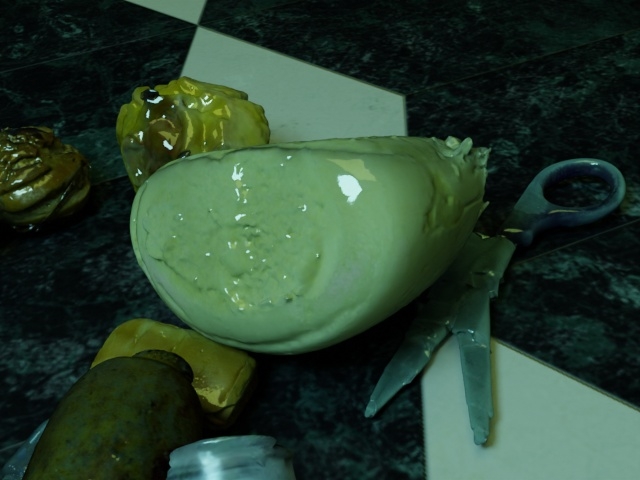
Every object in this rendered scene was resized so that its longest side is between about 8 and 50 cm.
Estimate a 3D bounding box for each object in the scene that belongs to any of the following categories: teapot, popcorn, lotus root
[{"bbox_3d":[-0.202,0.166,0.654,0.049,0.063,0.083,37,44,-1],"label":"teapot"},{"bbox_3d":[-0.131,-0.092,0.879,0.167,0.148,0.152,4,-5,15],"label":"popcorn"},{"bbox_3d":[-0.139,0.179,0.563,0.123,0.124,0.241,7,41,-5],"label":"lotus root"}]

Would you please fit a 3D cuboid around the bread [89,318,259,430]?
[{"bbox_3d":[-0.117,0.108,0.703,0.132,0.053,0.074,15,43,19],"label":"bread"}]

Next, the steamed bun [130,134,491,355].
[{"bbox_3d":[0.000,0.000,0.718,0.273,0.166,0.232,-3,4,28],"label":"steamed bun"}]

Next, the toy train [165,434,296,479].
[{"bbox_3d":[-0.069,0.251,0.372,0.248,0.173,0.307,-9,71,-6],"label":"toy train"}]

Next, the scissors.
[{"bbox_3d":[0.142,0.028,0.793,0.256,0.029,0.383,6,40,17],"label":"scissors"}]

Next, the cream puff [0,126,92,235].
[{"bbox_3d":[-0.308,-0.067,0.902,0.133,0.104,0.119,10,48,18],"label":"cream puff"}]
